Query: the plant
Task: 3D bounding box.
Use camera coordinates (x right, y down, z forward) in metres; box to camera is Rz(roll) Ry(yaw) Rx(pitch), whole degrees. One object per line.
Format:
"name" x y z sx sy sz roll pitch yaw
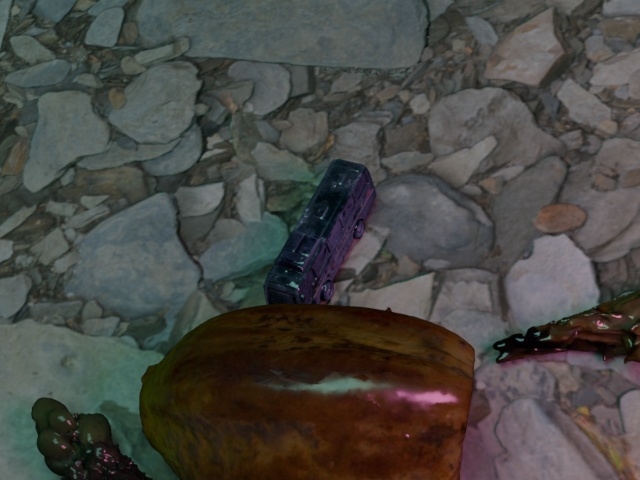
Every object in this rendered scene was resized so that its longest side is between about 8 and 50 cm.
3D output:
"plant" -0.204 0.201 1.160 0.087 0.085 0.174 -20 42 -30

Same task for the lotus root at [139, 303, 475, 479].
"lotus root" -0.012 0.151 1.086 0.290 0.193 0.193 2 56 15

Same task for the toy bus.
"toy bus" 0.000 0.000 1.248 0.047 0.065 0.166 15 59 24

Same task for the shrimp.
"shrimp" 0.280 0.088 1.102 0.262 0.066 0.117 -15 52 8
